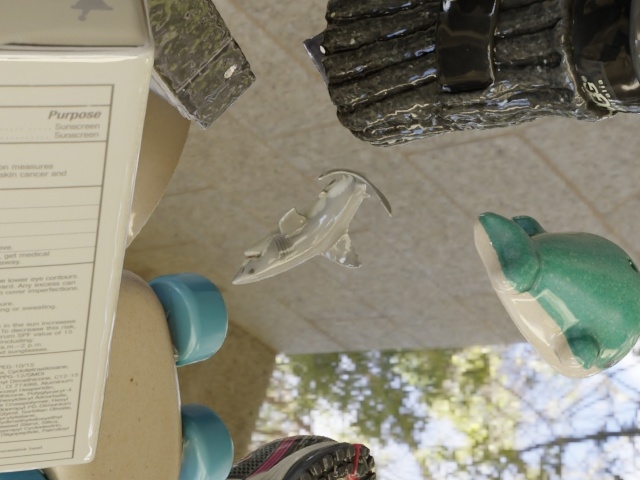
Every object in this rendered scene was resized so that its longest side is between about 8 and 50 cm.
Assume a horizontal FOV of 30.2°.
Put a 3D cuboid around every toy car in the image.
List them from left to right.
[{"bbox_3d":[-0.227,0.120,0.915,0.219,0.238,0.210,-10,-80,-52],"label":"toy car"}]

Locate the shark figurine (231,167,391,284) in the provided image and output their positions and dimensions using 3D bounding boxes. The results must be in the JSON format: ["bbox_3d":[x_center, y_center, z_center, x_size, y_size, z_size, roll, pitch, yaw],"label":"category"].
[{"bbox_3d":[0.023,-0.018,1.511,0.116,0.278,0.166,53,-136,2],"label":"shark figurine"}]

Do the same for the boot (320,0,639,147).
[{"bbox_3d":[0.155,-0.210,0.687,0.131,0.260,0.348,42,-114,-35],"label":"boot"}]

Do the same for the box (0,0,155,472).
[{"bbox_3d":[-0.167,-0.016,0.540,0.148,0.311,0.121,-1,-128,-18],"label":"box"}]

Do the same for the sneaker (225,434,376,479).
[{"bbox_3d":[-0.081,0.280,1.193,0.299,0.112,0.120,-14,-75,-41],"label":"sneaker"}]

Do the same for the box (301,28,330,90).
[{"bbox_3d":[0.156,-0.215,1.108,0.073,0.293,0.295,63,-165,6],"label":"box"}]

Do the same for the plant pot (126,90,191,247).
[{"bbox_3d":[-0.304,-0.114,1.323,0.191,0.284,0.284,33,-119,-30],"label":"plant pot"}]

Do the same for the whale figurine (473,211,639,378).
[{"bbox_3d":[0.276,0.045,1.342,0.272,0.141,0.216,37,-152,-47],"label":"whale figurine"}]

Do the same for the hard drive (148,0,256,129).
[{"bbox_3d":[-0.176,-0.215,0.709,0.064,0.237,0.339,-46,-21,-6],"label":"hard drive"}]
